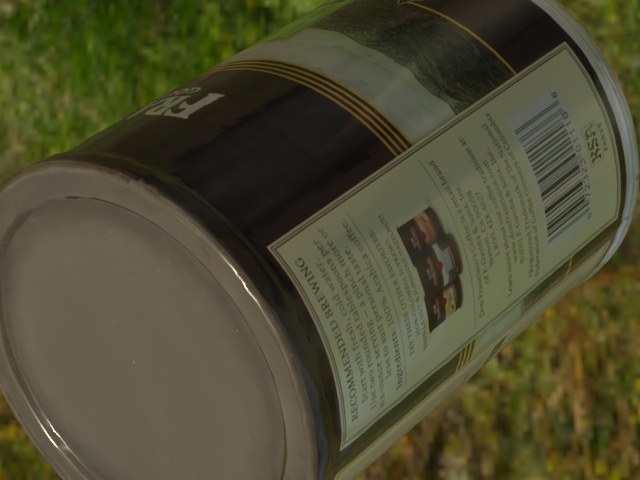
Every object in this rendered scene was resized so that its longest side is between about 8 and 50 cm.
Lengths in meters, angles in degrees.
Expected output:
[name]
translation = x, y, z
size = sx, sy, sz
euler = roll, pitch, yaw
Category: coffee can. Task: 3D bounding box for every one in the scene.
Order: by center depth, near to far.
[coffee can]
translation = 0.000, 0.000, 0.928
size = 0.202, 0.275, 0.201
euler = 22, 128, 31
